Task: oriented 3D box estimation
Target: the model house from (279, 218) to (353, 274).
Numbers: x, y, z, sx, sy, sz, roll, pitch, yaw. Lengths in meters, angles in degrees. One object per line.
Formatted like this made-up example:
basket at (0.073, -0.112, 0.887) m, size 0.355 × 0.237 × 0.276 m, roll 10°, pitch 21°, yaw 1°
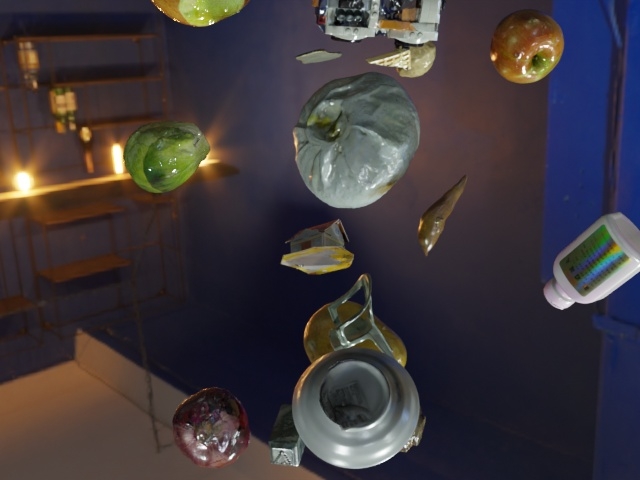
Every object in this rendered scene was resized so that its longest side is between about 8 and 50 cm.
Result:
model house at (0.000, 0.000, 2.127) m, size 0.219 × 0.136 × 0.207 m, roll -19°, pitch 151°, yaw 35°

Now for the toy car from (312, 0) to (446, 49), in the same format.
toy car at (0.130, -0.525, 1.588) m, size 0.300 × 0.193 × 0.118 m, roll 0°, pitch -160°, yaw -15°

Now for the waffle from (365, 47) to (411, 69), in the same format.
waffle at (0.218, -0.566, 2.289) m, size 0.152 × 0.098 × 0.023 m, roll -18°, pitch -120°, yaw -6°

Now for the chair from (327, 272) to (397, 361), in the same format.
chair at (0.115, 0.258, 2.077) m, size 0.190 × 0.275 × 0.203 m, roll -26°, pitch -163°, yaw 1°

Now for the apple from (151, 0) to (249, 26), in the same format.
apple at (-0.321, -0.731, 1.821) m, size 0.339 × 0.340 × 0.339 m, roll -3°, pitch -165°, yaw 1°

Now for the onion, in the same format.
onion at (-0.334, 0.576, 2.228) m, size 0.251 × 0.252 × 0.219 m, roll 0°, pitch -174°, yaw 9°

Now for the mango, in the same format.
mango at (0.128, 0.372, 2.533) m, size 0.444 × 0.302 × 0.220 m, roll 4°, pitch 180°, yaw 44°

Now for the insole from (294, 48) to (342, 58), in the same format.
insole at (-0.006, -0.545, 2.124) m, size 0.118 × 0.009 × 0.348 m, roll -13°, pitch -171°, yaw 12°

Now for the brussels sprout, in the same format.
brussels sprout at (-0.484, -0.272, 2.246) m, size 0.271 × 0.219 × 0.210 m, roll -28°, pitch -124°, yaw 1°

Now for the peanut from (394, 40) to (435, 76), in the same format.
peanut at (0.320, -0.633, 2.456) m, size 0.109 × 0.159 × 0.141 m, roll -18°, pitch -122°, yaw -43°

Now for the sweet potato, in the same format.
sweet potato at (0.292, -0.070, 1.775) m, size 0.068 × 0.226 × 0.068 m, roll 26°, pitch -170°, yaw -5°

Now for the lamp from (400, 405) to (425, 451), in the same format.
lamp at (0.202, 0.577, 2.328) m, size 0.273 × 0.177 × 0.177 m, roll 17°, pitch -160°, yaw 15°

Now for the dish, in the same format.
dish at (0.084, 0.384, 1.733) m, size 0.316 × 0.106 × 0.317 m, roll -1°, pitch -121°, yaw 2°

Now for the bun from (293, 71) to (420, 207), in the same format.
bun at (0.078, -0.264, 1.832) m, size 0.361 × 0.362 × 0.211 m, roll 6°, pitch 175°, yaw 29°

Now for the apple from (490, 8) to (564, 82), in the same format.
apple at (0.552, -0.527, 1.928) m, size 0.195 × 0.196 × 0.196 m, roll -3°, pitch -165°, yaw 1°

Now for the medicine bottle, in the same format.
medicine bottle at (0.520, 0.051, 1.370) m, size 0.078 × 0.219 × 0.115 m, roll -12°, pitch -119°, yaw -37°

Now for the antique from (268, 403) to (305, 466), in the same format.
antique at (-0.090, 0.570, 2.082) m, size 0.088 × 0.086 × 0.183 m, roll 2°, pitch -154°, yaw 11°
